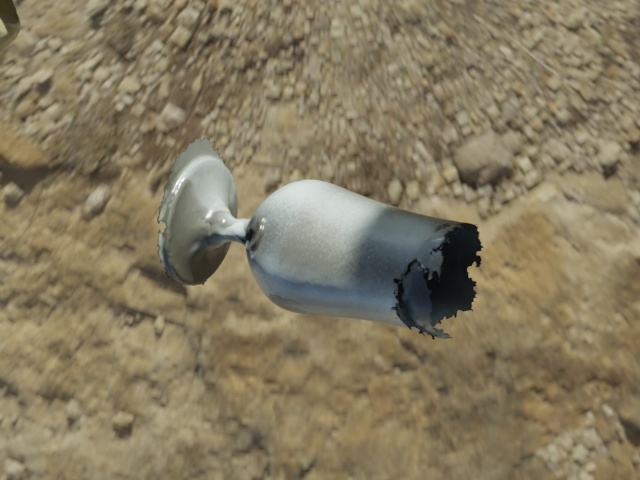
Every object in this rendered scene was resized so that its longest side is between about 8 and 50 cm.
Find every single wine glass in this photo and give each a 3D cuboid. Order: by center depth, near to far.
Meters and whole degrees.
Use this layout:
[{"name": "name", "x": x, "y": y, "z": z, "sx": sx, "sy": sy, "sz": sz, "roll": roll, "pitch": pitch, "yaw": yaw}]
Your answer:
[{"name": "wine glass", "x": 0.000, "y": 0.000, "z": 0.432, "sx": 0.083, "sy": 0.039, "sz": 0.042, "roll": 13, "pitch": 101, "yaw": 30}]

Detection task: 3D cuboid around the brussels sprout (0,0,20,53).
[{"name": "brussels sprout", "x": -0.323, "y": -0.077, "z": 0.896, "sx": 0.328, "sy": 0.328, "sz": 0.247, "roll": -43, "pitch": 144, "yaw": 9}]
